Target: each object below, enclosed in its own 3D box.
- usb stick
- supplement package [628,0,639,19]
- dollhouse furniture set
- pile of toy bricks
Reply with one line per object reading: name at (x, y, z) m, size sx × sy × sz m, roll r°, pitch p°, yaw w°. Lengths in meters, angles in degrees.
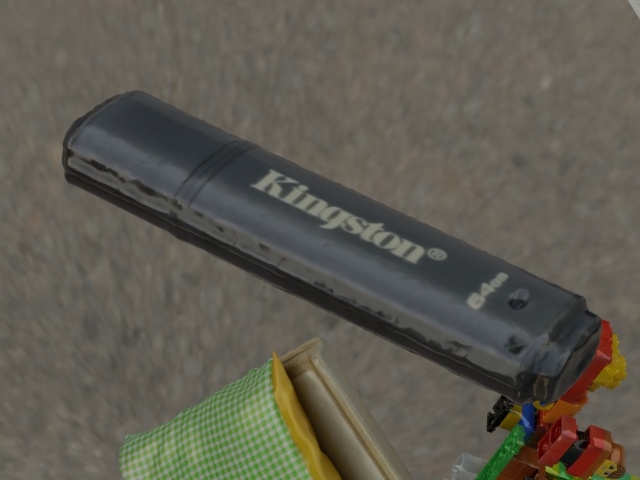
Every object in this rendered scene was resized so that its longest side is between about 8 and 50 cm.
usb stick at (0.000, 0.000, 0.927) m, size 0.278 × 0.077 × 0.045 m, roll 26°, pitch 121°, yaw 20°
supplement package at (0.383, -0.231, 1.405) m, size 0.204 × 0.262 × 0.145 m, roll -33°, pitch 92°, yaw -41°
dollhouse furniture set at (-0.013, 0.240, 1.251) m, size 0.197 × 0.151 × 0.301 m, roll -32°, pitch 92°, yaw 26°
pile of toy bricks at (0.157, 0.155, 1.218) m, size 0.105 × 0.212 × 0.118 m, roll 20°, pitch 44°, yaw -12°
